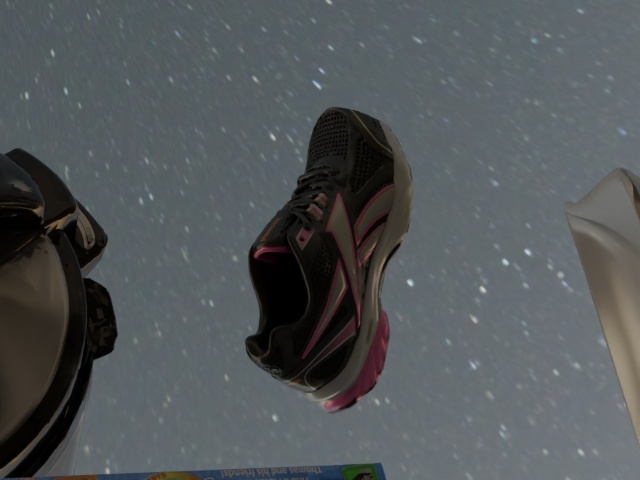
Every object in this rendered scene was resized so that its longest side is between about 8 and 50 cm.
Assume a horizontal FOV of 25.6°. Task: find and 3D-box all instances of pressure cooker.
[{"bbox_3d":[-0.355,0.115,1.084,0.375,0.370,0.420,9,-38,-9],"label":"pressure cooker"}]

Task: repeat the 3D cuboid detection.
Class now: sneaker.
[{"bbox_3d":[0.000,0.000,0.778,0.077,0.178,0.072,25,-34,-37],"label":"sneaker"}]

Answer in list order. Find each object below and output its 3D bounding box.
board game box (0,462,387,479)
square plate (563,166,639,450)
[{"bbox_3d":[-0.095,0.143,0.604,0.211,0.039,0.160,6,-33,-40],"label":"board game box"},{"bbox_3d":[0.182,0.136,0.582,0.049,0.347,0.344,-19,-93,6],"label":"square plate"}]
